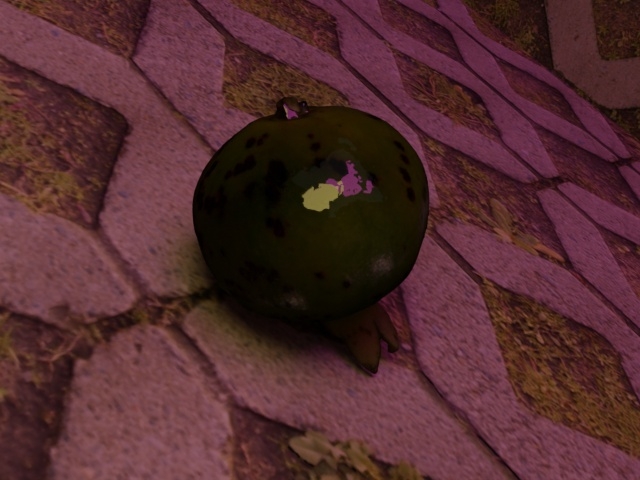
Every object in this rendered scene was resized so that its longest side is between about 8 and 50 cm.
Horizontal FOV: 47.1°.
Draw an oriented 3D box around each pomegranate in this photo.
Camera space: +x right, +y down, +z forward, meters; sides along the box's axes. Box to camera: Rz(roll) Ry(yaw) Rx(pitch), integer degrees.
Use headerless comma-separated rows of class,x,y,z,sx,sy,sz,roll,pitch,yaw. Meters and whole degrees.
pomegranate,0.000,0.000,0.651,0.211,0.211,0.263,-56,133,-58
